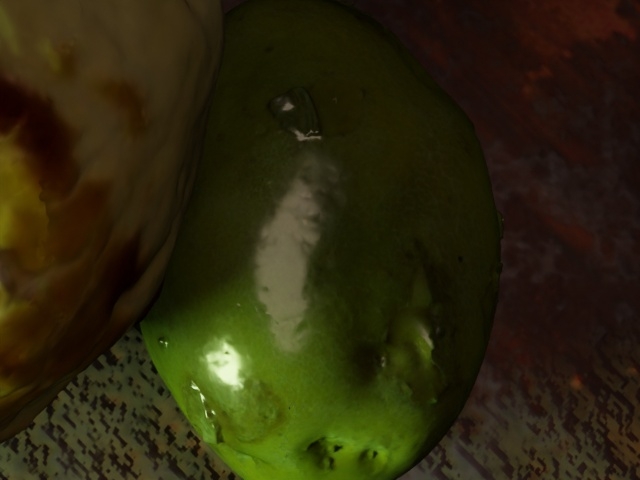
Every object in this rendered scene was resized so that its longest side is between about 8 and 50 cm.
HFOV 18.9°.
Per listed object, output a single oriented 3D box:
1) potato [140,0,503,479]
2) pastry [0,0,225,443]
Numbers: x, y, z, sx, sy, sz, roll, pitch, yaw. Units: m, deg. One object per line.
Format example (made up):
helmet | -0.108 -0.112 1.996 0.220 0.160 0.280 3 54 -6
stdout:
potato | 0.000 0.000 0.936 0.186 0.148 0.253 -6 77 -12
pastry | -0.227 -0.055 0.779 0.389 0.388 0.312 7 46 -11
